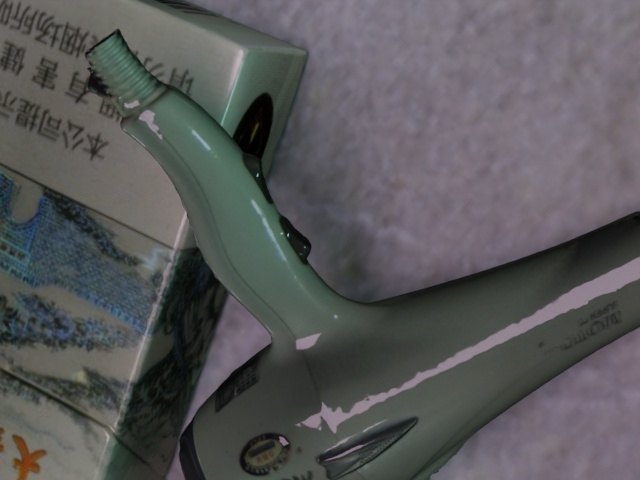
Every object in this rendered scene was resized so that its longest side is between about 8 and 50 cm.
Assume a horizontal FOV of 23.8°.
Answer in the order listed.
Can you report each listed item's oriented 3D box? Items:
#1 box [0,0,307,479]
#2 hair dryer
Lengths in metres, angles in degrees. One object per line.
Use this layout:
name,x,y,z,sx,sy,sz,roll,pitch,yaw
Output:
box,-0.127,0.003,0.707,0.164,0.069,0.257,24,104,21
hair dryer,0.033,0.007,0.614,0.218,0.088,0.225,-9,112,6
